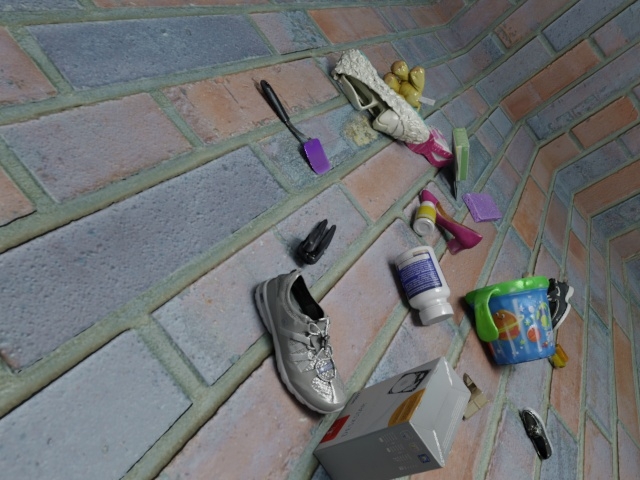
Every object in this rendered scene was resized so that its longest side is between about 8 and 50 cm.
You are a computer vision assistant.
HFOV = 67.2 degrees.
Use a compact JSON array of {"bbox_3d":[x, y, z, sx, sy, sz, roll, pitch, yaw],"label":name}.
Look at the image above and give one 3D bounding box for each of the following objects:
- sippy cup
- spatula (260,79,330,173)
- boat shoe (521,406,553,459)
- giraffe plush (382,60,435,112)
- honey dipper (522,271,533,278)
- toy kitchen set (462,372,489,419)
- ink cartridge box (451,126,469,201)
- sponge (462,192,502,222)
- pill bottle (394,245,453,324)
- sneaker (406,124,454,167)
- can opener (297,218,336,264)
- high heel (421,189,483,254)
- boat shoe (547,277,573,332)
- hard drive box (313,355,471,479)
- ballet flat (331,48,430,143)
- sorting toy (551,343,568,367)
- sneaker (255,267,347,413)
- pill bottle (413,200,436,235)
[{"bbox_3d":[0.568,0.239,1.405,0.305,0.240,0.224,-9,76,-8],"label":"sippy cup"},{"bbox_3d":[-0.071,-0.306,1.291,0.296,0.030,0.084,52,40,-3],"label":"spatula"},{"bbox_3d":[0.600,0.534,1.336,0.040,0.049,0.142,-11,73,-49],"label":"boat shoe"},{"bbox_3d":[0.326,-0.577,1.832,0.210,0.181,0.170,31,20,-11],"label":"giraffe plush"},{"bbox_3d":[0.847,0.186,1.882,0.161,0.030,0.030,45,38,-16],"label":"honey dipper"},{"bbox_3d":[0.363,0.387,1.215,0.068,0.075,0.083,53,-2,-7],"label":"toy kitchen set"},{"bbox_3d":[0.530,-0.288,1.817,0.171,0.056,0.235,76,14,-46],"label":"ink cartridge box"},{"bbox_3d":[0.641,-0.131,1.905,0.210,0.031,0.117,-6,66,-48],"label":"sponge"},{"bbox_3d":[0.274,0.119,1.261,0.112,0.112,0.187,8,56,-43],"label":"pill bottle"},{"bbox_3d":[0.390,-0.376,1.785,0.252,0.103,0.111,33,40,-37],"label":"sneaker"},{"bbox_3d":[0.000,0.000,1.111,0.059,0.073,0.186,43,29,0],"label":"can opener"},{"bbox_3d":[0.423,-0.079,1.564,0.082,0.117,0.244,-6,67,-48],"label":"high heel"},{"bbox_3d":[0.853,0.232,1.769,0.091,0.114,0.302,34,30,15],"label":"boat shoe"},{"bbox_3d":[0.127,0.323,0.849,0.089,0.232,0.181,53,37,0],"label":"hard drive box"},{"bbox_3d":[0.189,-0.456,1.629,0.409,0.147,0.147,46,38,-5],"label":"ballet flat"},{"bbox_3d":[0.749,0.315,1.674,0.307,0.041,0.229,58,33,5],"label":"sorting toy"},{"bbox_3d":[-0.025,0.184,0.891,0.105,0.115,0.281,-18,75,-51],"label":"sneaker"},{"bbox_3d":[0.327,-0.072,1.501,0.065,0.065,0.116,41,39,-16],"label":"pill bottle"}]
